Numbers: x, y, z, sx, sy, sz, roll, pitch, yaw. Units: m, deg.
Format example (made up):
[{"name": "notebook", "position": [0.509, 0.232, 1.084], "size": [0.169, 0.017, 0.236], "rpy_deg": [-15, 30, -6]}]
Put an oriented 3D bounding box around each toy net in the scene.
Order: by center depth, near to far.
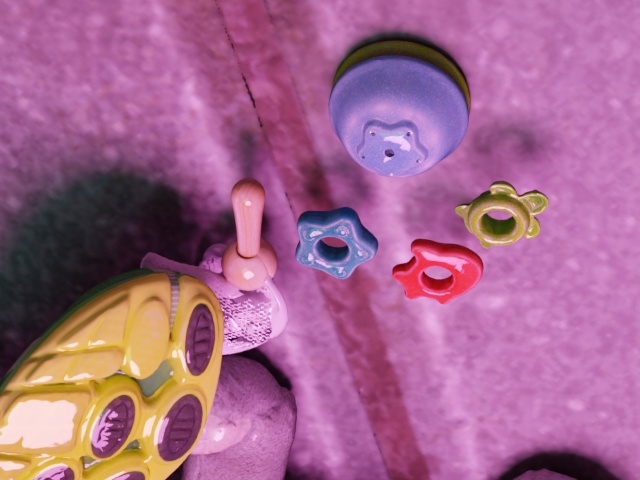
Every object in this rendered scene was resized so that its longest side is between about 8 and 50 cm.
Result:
[{"name": "toy net", "position": [0.000, 0.000, 0.955], "size": [0.122, 0.045, 0.232], "rpy_deg": [39, 127, -22]}]

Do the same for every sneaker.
[{"name": "sneaker", "position": [-0.159, 0.111, 0.989], "size": [0.109, 0.123, 0.295], "rpy_deg": [20, 122, -33]}]

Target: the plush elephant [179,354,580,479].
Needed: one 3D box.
[{"name": "plush elephant", "position": [-0.023, 0.267, 1.037], "size": [0.272, 0.255, 0.330], "rpy_deg": [25, 129, -10]}]
